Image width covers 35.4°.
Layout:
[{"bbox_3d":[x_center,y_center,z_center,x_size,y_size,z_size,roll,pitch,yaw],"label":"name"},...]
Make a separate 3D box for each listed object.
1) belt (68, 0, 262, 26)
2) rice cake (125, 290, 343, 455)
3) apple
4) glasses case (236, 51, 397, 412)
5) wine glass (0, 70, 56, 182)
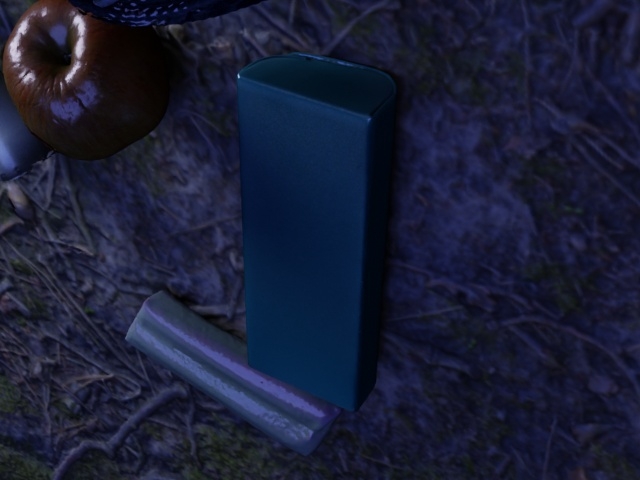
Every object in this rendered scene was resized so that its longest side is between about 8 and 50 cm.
[{"bbox_3d":[-0.078,-0.226,0.642,0.218,0.129,0.122,-11,156,36],"label":"belt"},{"bbox_3d":[-0.085,0.125,0.969,0.221,0.042,0.080,32,135,4],"label":"rice cake"},{"bbox_3d":[-0.176,-0.128,0.772,0.126,0.126,0.102,13,172,19],"label":"apple"},{"bbox_3d":[-0.001,-0.001,0.812,0.117,0.070,0.301,20,134,21],"label":"glasses case"},{"bbox_3d":[-0.291,-0.131,0.858,0.072,0.072,0.155,-10,119,34],"label":"wine glass"}]
